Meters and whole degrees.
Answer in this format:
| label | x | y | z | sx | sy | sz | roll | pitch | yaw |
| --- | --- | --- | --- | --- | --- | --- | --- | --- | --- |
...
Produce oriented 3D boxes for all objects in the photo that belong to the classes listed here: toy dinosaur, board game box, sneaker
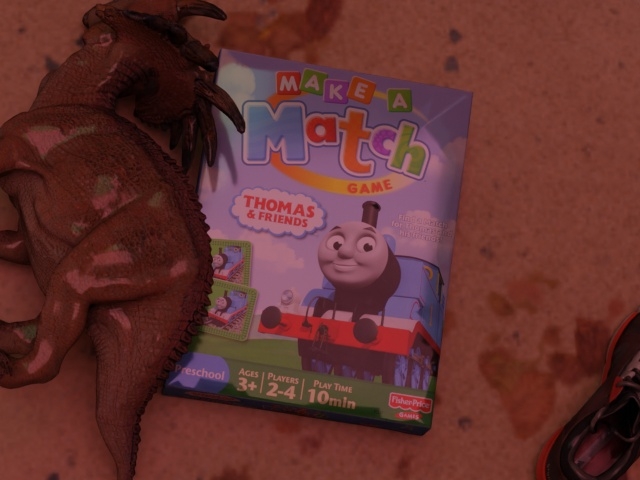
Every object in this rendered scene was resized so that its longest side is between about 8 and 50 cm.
| label | x | y | z | sx | sy | sz | roll | pitch | yaw |
| --- | --- | --- | --- | --- | --- | --- | --- | --- | --- |
| toy dinosaur | -0.114 | -0.019 | 0.984 | 0.200 | 0.127 | 0.295 | -18 | 78 | -10 |
| board game box | 0.000 | 0.000 | 1.042 | 0.160 | 0.039 | 0.211 | 9 | 75 | -5 |
| sneaker | 0.192 | 0.094 | 1.031 | 0.061 | 0.065 | 0.158 | 35 | 75 | 2 |
